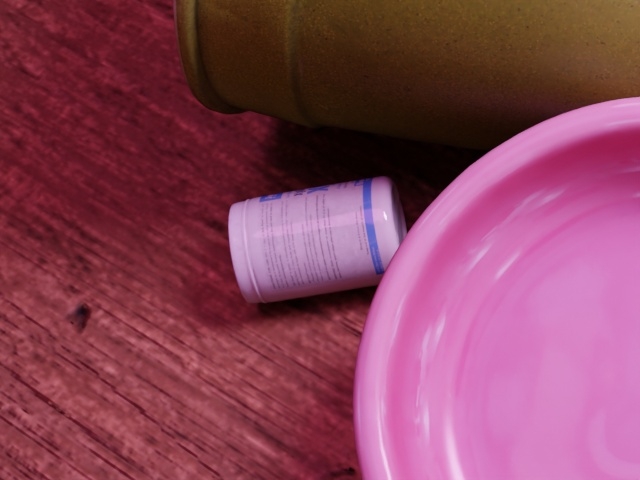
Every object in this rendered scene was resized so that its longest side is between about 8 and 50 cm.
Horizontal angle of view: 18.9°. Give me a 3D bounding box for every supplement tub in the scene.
[{"bbox_3d":[0.000,0.000,1.248,0.107,0.071,0.071,-9,53,9],"label":"supplement tub"}]

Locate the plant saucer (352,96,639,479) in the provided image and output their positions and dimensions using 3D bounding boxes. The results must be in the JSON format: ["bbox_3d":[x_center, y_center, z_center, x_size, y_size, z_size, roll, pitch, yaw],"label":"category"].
[{"bbox_3d":[0.185,0.087,1.071,0.332,0.084,0.332,-6,74,20],"label":"plant saucer"}]

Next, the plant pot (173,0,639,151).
[{"bbox_3d":[0.147,-0.199,1.203,0.353,0.366,0.366,20,63,15],"label":"plant pot"}]
